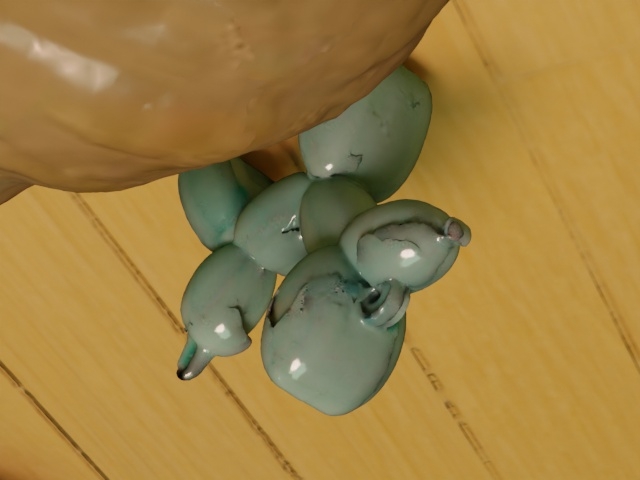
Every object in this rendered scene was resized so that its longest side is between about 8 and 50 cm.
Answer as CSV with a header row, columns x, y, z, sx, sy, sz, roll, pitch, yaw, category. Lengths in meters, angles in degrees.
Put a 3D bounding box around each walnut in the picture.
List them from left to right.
x,y,z,sx,sy,sz,roll,pitch,yaw,category
-0.078,-0.151,0.497,0.282,0.277,0.253,-14,126,12,walnut

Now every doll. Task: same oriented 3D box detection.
x,y,z,sx,sy,sz,roll,pitch,yaw,category
0.000,0.000,0.766,0.059,0.158,0.159,33,137,-32,doll
